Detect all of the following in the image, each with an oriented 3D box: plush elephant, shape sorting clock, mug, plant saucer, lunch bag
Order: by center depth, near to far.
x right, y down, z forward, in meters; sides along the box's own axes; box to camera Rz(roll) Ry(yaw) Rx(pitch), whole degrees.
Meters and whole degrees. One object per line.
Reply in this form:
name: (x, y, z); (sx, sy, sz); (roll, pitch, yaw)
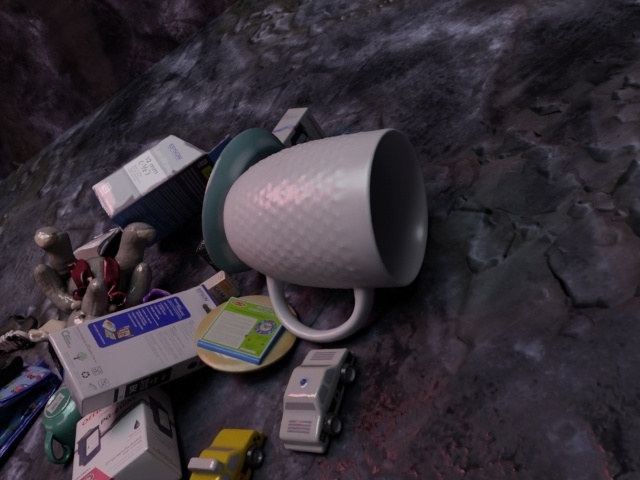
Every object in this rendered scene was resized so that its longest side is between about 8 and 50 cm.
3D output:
mug: (0.000, 0.000, 1.177); (0.328, 0.276, 0.374); (-4, 86, 29)
shape sorting clock: (-0.143, 0.180, 1.245); (0.206, 0.040, 0.206); (-6, 40, 6)
plant saucer: (-0.136, -0.078, 1.357); (0.043, 0.318, 0.318); (15, 59, 25)
mug: (-0.530, 0.380, 1.364); (0.129, 0.097, 0.158); (-30, 36, 12)
plush elephant: (-0.522, 0.141, 1.468); (0.255, 0.271, 0.330); (-131, 49, -60)
lunch bag: (-0.790, 0.407, 1.568); (0.220, 0.138, 0.293); (-1, 33, 41)

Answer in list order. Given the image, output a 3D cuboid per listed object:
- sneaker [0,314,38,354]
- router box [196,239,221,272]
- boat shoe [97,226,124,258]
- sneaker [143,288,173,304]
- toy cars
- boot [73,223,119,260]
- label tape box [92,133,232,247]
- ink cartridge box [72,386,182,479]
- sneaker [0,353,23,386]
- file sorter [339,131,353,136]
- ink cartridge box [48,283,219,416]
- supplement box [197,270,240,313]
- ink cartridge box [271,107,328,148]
sneaker: (-0.901, 0.268, 1.842); (0.234, 0.078, 0.106); (-12, 40, 27)
router box: (-0.211, 0.030, 1.472); (0.122, 0.092, 0.038); (-11, 43, 32)
boat shoe: (-0.539, -0.023, 1.821); (0.254, 0.095, 0.079); (-34, 34, 9)
sneaker: (-0.328, 0.178, 1.402); (0.095, 0.105, 0.236); (-43, 38, -11)
toy cars: (-0.092, 0.317, 1.054); (0.393, 0.087, 0.176); (-41, 36, -4)
boot: (-0.663, 0.013, 1.926); (0.190, 0.069, 0.086); (-23, 30, 9)
label tape box: (-0.371, -0.151, 1.648); (0.347, 0.249, 0.115); (-36, 72, -6)
ink cartridge box: (-0.363, 0.387, 1.186); (0.172, 0.100, 0.237); (-38, 28, 0)
sneaker: (-0.806, 0.325, 1.575); (0.089, 0.051, 0.170); (-8, 13, 15)
file sorter: (0.077, -0.148, 1.395); (0.104, 0.118, 0.170); (-35, 35, -2)
ink cartridge box: (-0.337, 0.204, 1.248); (0.332, 0.065, 0.165); (-17, 52, -36)
supplement box: (-0.236, 0.118, 1.423); (0.098, 0.062, 0.036); (-34, 35, 9)
ink cartridge box: (-0.066, -0.229, 1.598); (0.072, 0.127, 0.175); (5, 54, 43)
